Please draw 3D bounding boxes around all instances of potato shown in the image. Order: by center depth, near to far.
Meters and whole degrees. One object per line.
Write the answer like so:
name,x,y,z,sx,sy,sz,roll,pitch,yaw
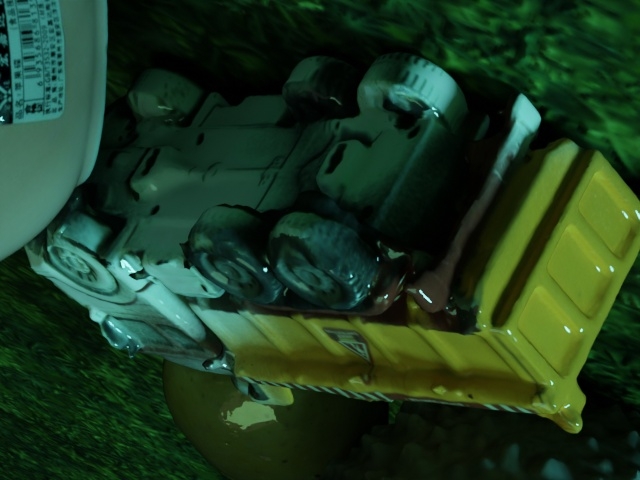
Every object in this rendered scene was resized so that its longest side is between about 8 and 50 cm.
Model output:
potato,-0.021,0.083,1.049,0.118,0.109,0.178,0,155,9

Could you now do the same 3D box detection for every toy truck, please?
toy truck,0.000,0.000,0.809,0.270,0.114,0.135,2,144,48

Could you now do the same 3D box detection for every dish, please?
dish,-0.147,-0.071,0.797,0.090,0.213,0.213,0,174,-27

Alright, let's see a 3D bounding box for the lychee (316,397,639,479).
lychee,0.103,0.200,0.948,0.300,0.300,0.300,25,161,9
